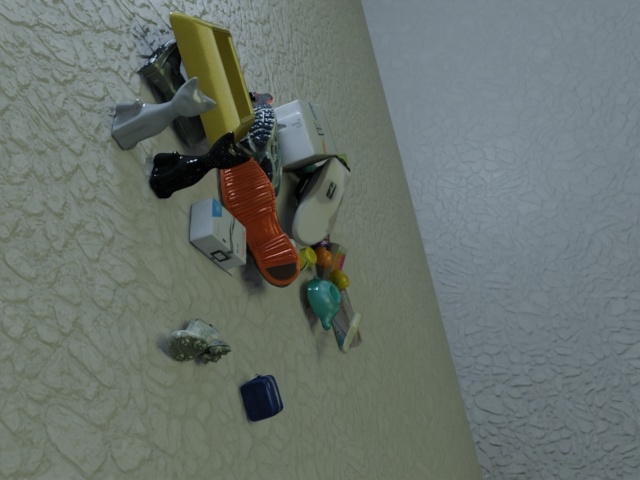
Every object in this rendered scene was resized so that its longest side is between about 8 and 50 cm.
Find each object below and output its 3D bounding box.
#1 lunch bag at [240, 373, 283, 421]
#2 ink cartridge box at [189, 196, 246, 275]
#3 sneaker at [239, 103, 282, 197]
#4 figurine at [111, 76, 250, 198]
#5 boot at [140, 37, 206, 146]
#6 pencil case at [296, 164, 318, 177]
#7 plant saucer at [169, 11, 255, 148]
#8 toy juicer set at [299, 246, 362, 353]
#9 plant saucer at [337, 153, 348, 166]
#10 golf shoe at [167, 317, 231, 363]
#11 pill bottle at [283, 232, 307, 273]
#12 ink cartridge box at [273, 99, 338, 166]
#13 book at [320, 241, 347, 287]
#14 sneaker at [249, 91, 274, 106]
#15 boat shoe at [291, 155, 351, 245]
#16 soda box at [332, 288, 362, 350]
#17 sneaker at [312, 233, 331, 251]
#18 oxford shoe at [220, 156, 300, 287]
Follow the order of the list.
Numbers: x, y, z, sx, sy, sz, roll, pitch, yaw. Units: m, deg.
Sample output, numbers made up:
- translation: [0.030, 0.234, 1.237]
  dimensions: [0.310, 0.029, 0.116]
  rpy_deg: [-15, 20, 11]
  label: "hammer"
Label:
- translation: [-0.129, 0.344, 1.481]
  dimensions: [0.065, 0.067, 0.098]
  rpy_deg: [3, 70, -70]
  label: "lunch bag"
- translation: [-0.222, -0.005, 1.532]
  dimensions: [0.180, 0.060, 0.104]
  rpy_deg: [47, 31, -50]
  label: "ink cartridge box"
- translation: [-0.161, -0.244, 1.867]
  dimensions: [0.122, 0.110, 0.283]
  rpy_deg: [46, 41, -65]
  label: "sneaker"
- translation: [-0.276, -0.207, 1.335]
  dimensions: [0.215, 0.209, 0.092]
  rpy_deg: [59, 24, -33]
  label: "figurine"
- translation: [-0.315, -0.347, 1.551]
  dimensions: [0.208, 0.076, 0.190]
  rpy_deg: [53, 39, -30]
  label: "boot"
- translation: [-0.040, -0.235, 2.211]
  dimensions: [0.151, 0.064, 0.070]
  rpy_deg: [38, 55, -58]
  label: "pencil case"
- translation: [-0.243, -0.392, 1.637]
  dimensions: [0.333, 0.081, 0.333]
  rpy_deg: [-82, 156, -75]
  label: "plant saucer"
- translation: [0.025, 0.169, 1.992]
  dimensions: [0.209, 0.089, 0.329]
  rpy_deg: [-13, 78, -64]
  label: "toy juicer set"
- translation: [0.037, -0.177, 2.236]
  dimensions: [0.241, 0.037, 0.241]
  rpy_deg: [-167, -90, -77]
  label: "plant saucer"
- translation: [-0.251, 0.190, 1.316]
  dimensions: [0.086, 0.069, 0.176]
  rpy_deg: [59, 10, 26]
  label: "golf shoe"
- translation: [-0.088, 0.037, 1.853]
  dimensions: [0.116, 0.065, 0.065]
  rpy_deg: [59, 23, -32]
  label: "pill bottle"
- translation: [-0.079, -0.308, 2.010]
  dimensions: [0.232, 0.171, 0.168]
  rpy_deg: [-19, 91, -70]
  label: "ink cartridge box"
- translation: [0.044, 0.087, 2.127]
  dimensions: [0.096, 0.035, 0.144]
  rpy_deg: [30, 74, -64]
  label: "book"
- translation: [-0.184, -0.420, 1.991]
  dimensions: [0.065, 0.061, 0.158]
  rpy_deg: [58, 23, -20]
  label: "sneaker"
- translation: [-0.028, -0.102, 2.044]
  dimensions: [0.127, 0.158, 0.340]
  rpy_deg: [44, 52, -20]
  label: "boat shoe"
- translation: [0.072, 0.248, 2.108]
  dimensions: [0.058, 0.063, 0.183]
  rpy_deg: [-14, 86, -70]
  label: "soda box"
- translation: [0.000, 0.000, 2.124]
  dimensions: [0.071, 0.068, 0.170]
  rpy_deg: [-37, 109, -63]
  label: "sneaker"
- translation: [-0.165, -0.045, 1.691]
  dimensions: [0.133, 0.130, 0.364]
  rpy_deg: [125, -55, -73]
  label: "oxford shoe"
